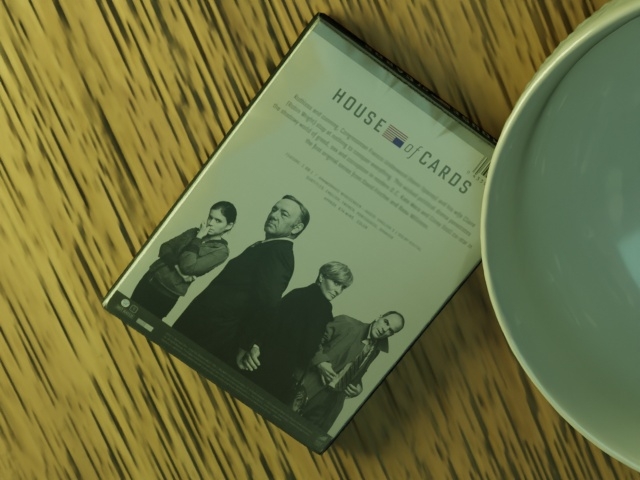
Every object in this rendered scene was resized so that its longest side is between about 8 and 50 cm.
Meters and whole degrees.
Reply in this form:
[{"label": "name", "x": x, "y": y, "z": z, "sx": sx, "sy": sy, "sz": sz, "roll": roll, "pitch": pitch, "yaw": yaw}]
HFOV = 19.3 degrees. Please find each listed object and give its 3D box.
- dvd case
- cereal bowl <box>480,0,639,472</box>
[{"label": "dvd case", "x": 0.000, "y": 0.000, "z": 1.200, "sx": 0.179, "sy": 0.029, "sz": 0.238, "roll": 36, "pitch": 106, "yaw": -9}, {"label": "cereal bowl", "x": 0.273, "y": -0.017, "z": 1.103, "sx": 0.339, "sy": 0.141, "sz": 0.339, "roll": 8, "pitch": 116, "yaw": 17}]
